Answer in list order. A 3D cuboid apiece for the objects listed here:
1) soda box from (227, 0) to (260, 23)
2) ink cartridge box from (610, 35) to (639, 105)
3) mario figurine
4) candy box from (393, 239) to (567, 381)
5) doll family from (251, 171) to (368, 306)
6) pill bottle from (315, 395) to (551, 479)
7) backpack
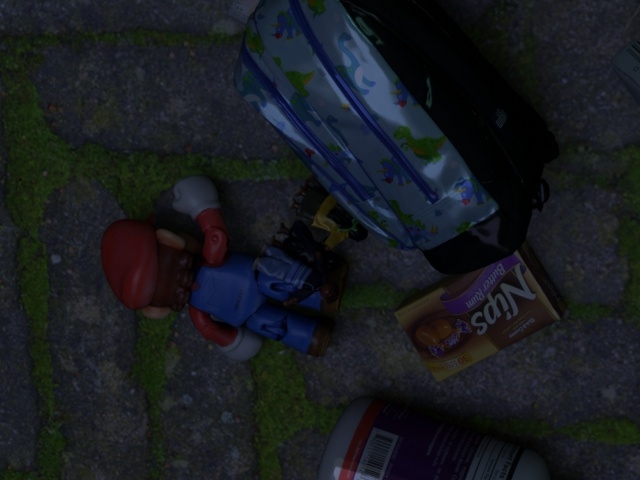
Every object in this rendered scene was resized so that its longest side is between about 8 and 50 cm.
[{"bbox_3d":[-0.018,-0.268,1.996,0.183,0.058,0.063,28,113,9],"label":"soda box"},{"bbox_3d":[0.538,-0.149,1.758,0.308,0.091,0.385,-39,123,7],"label":"ink cartridge box"},{"bbox_3d":[-0.127,0.038,2.119,0.321,0.170,0.198,17,75,2],"label":"mario figurine"},{"bbox_3d":[0.199,0.087,2.039,0.187,0.053,0.109,-29,96,25],"label":"candy box"},{"bbox_3d":[0.000,0.000,2.020,0.111,0.076,0.193,30,81,4],"label":"doll family"},{"bbox_3d":[0.163,0.324,2.056,0.323,0.181,0.181,18,112,12],"label":"pill bottle"},{"bbox_3d":[0.076,-0.162,1.837,0.273,0.290,0.355,-19,118,26],"label":"backpack"}]
